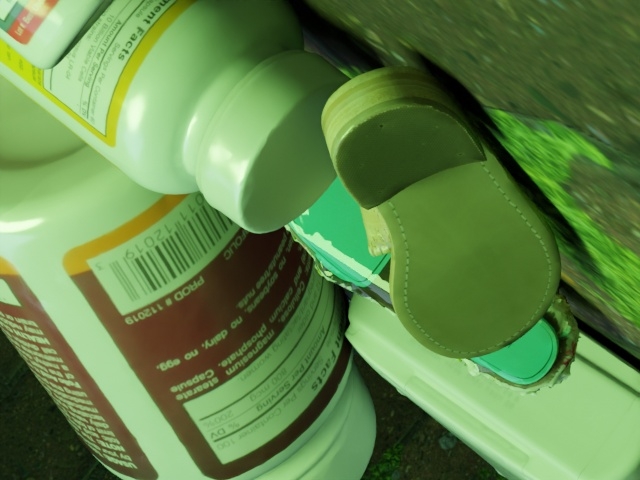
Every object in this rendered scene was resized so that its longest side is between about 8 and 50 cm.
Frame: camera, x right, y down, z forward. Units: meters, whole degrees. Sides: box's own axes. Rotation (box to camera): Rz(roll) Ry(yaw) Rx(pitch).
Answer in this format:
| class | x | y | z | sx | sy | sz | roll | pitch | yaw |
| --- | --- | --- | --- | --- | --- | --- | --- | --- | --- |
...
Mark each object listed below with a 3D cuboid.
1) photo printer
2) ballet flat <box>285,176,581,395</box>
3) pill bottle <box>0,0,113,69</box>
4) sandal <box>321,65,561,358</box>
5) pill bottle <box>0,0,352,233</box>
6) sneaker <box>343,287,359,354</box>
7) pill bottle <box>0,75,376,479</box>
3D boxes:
| class | x | y | z | sx | sy | sz | roll | pitch | yaw |
| --- | --- | --- | --- | --- | --- | --- | --- | --- | --- |
| photo printer | 0.182 | 0.140 | 1.220 | 0.256 | 0.107 | 0.307 | 34 | 175 | 38 |
| ballet flat | 0.058 | 0.006 | 1.030 | 0.241 | 0.091 | 0.077 | 42 | -161 | 6 |
| pill bottle | -0.150 | -0.166 | 0.686 | 0.180 | 0.108 | 0.108 | 39 | 177 | -9 |
| sandal | 0.055 | -0.030 | 0.810 | 0.240 | 0.088 | 0.079 | 56 | -165 | -56 |
| pill bottle | -0.083 | -0.096 | 0.824 | 0.208 | 0.117 | 0.117 | 37 | 176 | 24 |
| sneaker | 0.000 | 0.000 | 1.390 | 0.299 | 0.121 | 0.112 | 32 | 166 | -29 |
| pill bottle | -0.106 | 0.036 | 1.178 | 0.224 | 0.224 | 0.392 | 36 | 160 | 43 |
